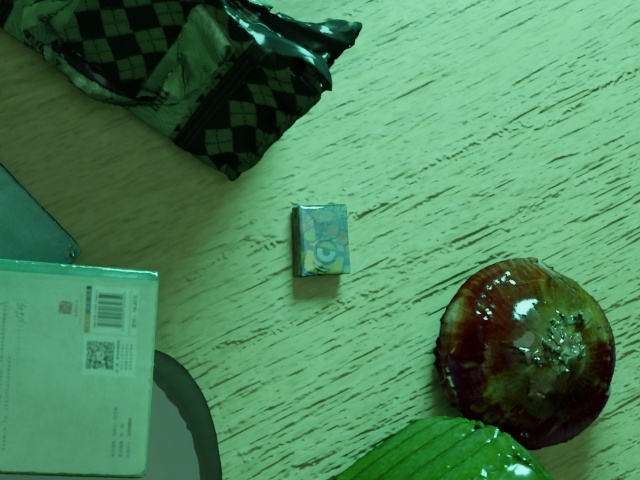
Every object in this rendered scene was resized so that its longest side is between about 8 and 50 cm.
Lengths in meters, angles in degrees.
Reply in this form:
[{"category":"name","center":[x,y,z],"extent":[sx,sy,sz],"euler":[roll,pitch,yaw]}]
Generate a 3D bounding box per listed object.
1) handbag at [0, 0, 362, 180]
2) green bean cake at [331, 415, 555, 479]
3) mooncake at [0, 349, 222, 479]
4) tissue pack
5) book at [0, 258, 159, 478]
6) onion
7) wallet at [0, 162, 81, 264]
[{"category":"handbag","center":[-0.176,-0.248,1.397],"extent":[0.416,0.316,0.180],"euler":[34,72,-13]},{"category":"green bean cake","center":[0.190,0.348,1.477],"extent":[0.218,0.335,0.319],"euler":[-34,102,-15]},{"category":"mooncake","center":[-0.258,0.248,1.422],"extent":[0.326,0.174,0.334],"euler":[-44,98,-17]},{"category":"tissue pack","center":[0.000,0.000,1.587],"extent":[0.063,0.035,0.083],"euler":[-3,89,-18]},{"category":"book","center":[-0.301,0.122,1.325],"extent":[0.282,0.025,0.215],"euler":[6,79,-14]},{"category":"onion","center":[0.252,0.137,1.595],"extent":[0.229,0.163,0.230],"euler":[-2,95,-22]},{"category":"wallet","center":[-0.434,-0.008,1.438],"extent":[0.251,0.054,0.290],"euler":[-43,111,-9]}]
